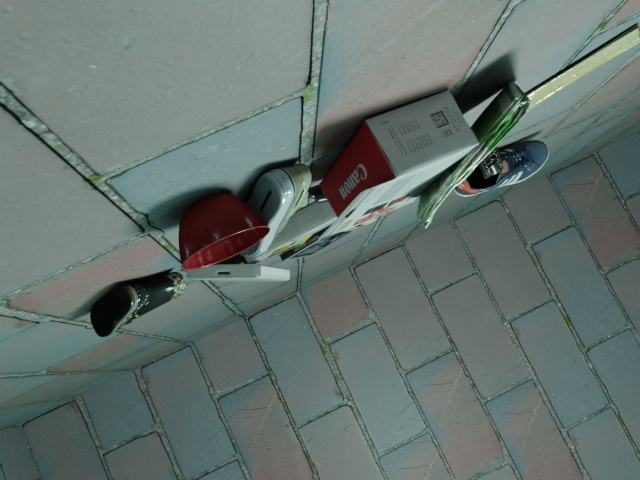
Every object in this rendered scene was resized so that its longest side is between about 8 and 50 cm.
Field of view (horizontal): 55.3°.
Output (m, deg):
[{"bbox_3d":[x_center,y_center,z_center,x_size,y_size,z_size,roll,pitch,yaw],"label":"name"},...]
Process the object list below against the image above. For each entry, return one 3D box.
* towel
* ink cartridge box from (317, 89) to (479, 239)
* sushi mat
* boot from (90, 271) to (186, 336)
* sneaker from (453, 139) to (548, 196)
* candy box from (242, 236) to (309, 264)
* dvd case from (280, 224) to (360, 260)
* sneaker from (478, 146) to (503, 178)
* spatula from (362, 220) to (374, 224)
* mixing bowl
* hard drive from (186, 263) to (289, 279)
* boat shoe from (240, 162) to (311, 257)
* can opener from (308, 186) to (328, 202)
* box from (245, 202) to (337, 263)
[{"bbox_3d":[0.320,-0.190,1.310,0.325,0.038,0.248,-54,-176,25],"label":"towel"},{"bbox_3d":[0.120,-0.143,1.253,0.271,0.130,0.309,-24,170,-23],"label":"ink cartridge box"},{"bbox_3d":[0.625,-0.411,1.491,0.316,0.019,0.151,-31,169,30],"label":"sushi mat"},{"bbox_3d":[-0.458,0.159,1.530,0.178,0.085,0.236,-19,169,-48],"label":"boot"},{"bbox_3d":[0.616,-0.245,2.046,0.349,0.131,0.148,-26,175,-1],"label":"sneaker"},{"bbox_3d":[-0.127,0.018,1.825,0.205,0.027,0.105,-21,166,-31],"label":"candy box"},{"bbox_3d":[0.000,0.000,2.066,0.238,0.030,0.179,-31,169,28],"label":"dvd case"},{"bbox_3d":[0.459,-0.243,1.661,0.083,0.118,0.222,-28,171,12],"label":"sneaker"},{"bbox_3d":[0.207,-0.105,2.077,0.168,0.019,0.242,-26,171,9],"label":"spatula"},{"bbox_3d":[-0.195,-0.026,1.151,0.181,0.098,0.181,-24,171,-4],"label":"mixing bowl"},{"bbox_3d":[-0.220,0.092,1.712,0.202,0.040,0.307,-1,174,11],"label":"hard drive"},{"bbox_3d":[-0.101,-0.053,1.245,0.094,0.109,0.302,-25,170,-32],"label":"boat shoe"},{"bbox_3d":[0.054,-0.126,1.457,0.186,0.073,0.059,-19,-152,-24],"label":"can opener"},{"bbox_3d":[-0.056,-0.036,1.586,0.323,0.067,0.063,-28,172,8],"label":"box"}]
